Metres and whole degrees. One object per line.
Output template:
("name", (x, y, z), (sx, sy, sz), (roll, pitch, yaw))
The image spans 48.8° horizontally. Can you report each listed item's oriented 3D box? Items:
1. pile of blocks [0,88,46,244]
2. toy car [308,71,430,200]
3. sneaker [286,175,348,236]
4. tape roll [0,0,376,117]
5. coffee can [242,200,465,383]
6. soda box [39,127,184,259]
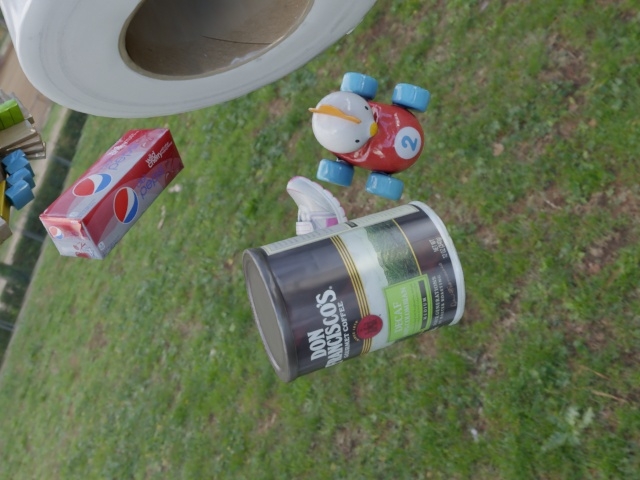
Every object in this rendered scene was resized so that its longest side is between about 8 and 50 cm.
("pile of blocks", (-0.594, -0.166, 1.298), (0.112, 0.149, 0.362), (97, 160, -57))
("toy car", (0.072, -0.207, 1.305), (0.210, 0.238, 0.219), (17, 94, 20))
("sneaker", (0.000, 0.000, 1.312), (0.111, 0.252, 0.103), (-32, 4, -17))
("tape roll", (-0.092, -0.210, 0.451), (0.246, 0.246, 0.169), (-32, 75, 42))
("coffee can", (0.045, 0.071, 1.049), (0.201, 0.275, 0.201), (163, 90, -75))
("soda box", (-0.336, -0.085, 1.170), (0.092, 0.083, 0.263), (3, 41, 24))
